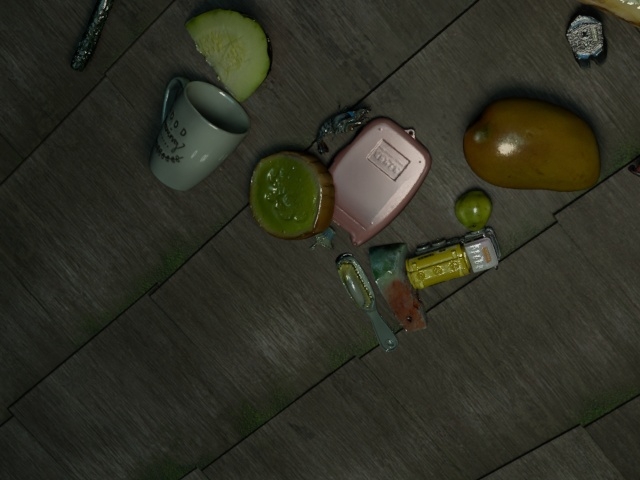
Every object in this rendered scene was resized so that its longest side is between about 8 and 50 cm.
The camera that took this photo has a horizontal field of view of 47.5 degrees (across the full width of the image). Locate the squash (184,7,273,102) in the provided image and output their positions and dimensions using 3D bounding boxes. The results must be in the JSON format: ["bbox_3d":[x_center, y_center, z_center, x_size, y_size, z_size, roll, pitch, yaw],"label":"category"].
[{"bbox_3d":[-0.208,-0.463,1.719,0.204,0.155,0.237,-33,100,18],"label":"squash"}]

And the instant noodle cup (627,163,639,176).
[{"bbox_3d":[0.833,-0.198,1.550,0.243,0.244,0.255,27,103,3],"label":"instant noodle cup"}]

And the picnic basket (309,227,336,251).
[{"bbox_3d":[0.000,0.000,1.872,0.083,0.065,0.083,43,90,-8],"label":"picnic basket"}]

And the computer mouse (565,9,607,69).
[{"bbox_3d":[0.588,-0.444,1.603,0.079,0.047,0.135,-12,116,28],"label":"computer mouse"}]

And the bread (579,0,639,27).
[{"bbox_3d":[0.562,-0.587,1.391,0.390,0.371,0.279,32,116,5],"label":"bread"}]

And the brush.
[{"bbox_3d":[0.121,0.171,1.898,0.068,0.060,0.297,-27,100,17],"label":"brush"}]

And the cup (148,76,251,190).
[{"bbox_3d":[-0.329,-0.276,1.812,0.234,0.186,0.258,-45,64,30],"label":"cup"}]

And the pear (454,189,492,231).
[{"bbox_3d":[0.370,-0.071,1.749,0.092,0.092,0.097,-17,85,17],"label":"pear"}]

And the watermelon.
[{"bbox_3d":[0.204,0.136,1.842,0.094,0.154,0.241,-18,116,17],"label":"watermelon"}]

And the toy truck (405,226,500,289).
[{"bbox_3d":[0.324,0.049,1.784,0.226,0.114,0.098,-18,103,17],"label":"toy truck"}]

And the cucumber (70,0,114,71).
[{"bbox_3d":[-0.565,-0.541,1.830,0.044,0.043,0.257,30,111,-3],"label":"cucumber"}]

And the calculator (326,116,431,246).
[{"bbox_3d":[0.123,-0.148,1.801,0.220,0.048,0.330,39,110,0],"label":"calculator"}]

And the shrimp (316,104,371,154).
[{"bbox_3d":[0.046,-0.278,1.760,0.174,0.082,0.076,-36,102,27],"label":"shrimp"}]

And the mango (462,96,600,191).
[{"bbox_3d":[0.479,-0.209,1.640,0.317,0.173,0.211,14,111,1],"label":"mango"}]

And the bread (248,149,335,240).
[{"bbox_3d":[-0.072,-0.111,1.813,0.236,0.070,0.236,4,99,26],"label":"bread"}]
